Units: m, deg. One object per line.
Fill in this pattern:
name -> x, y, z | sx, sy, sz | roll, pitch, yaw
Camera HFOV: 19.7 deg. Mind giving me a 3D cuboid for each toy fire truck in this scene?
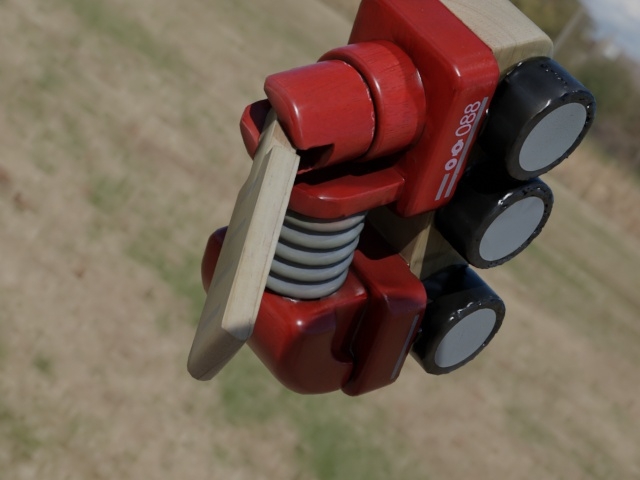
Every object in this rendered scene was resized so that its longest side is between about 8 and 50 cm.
toy fire truck -> 0.000, 0.000, 0.900 | 0.246, 0.217, 0.158 | -17, 52, -36
